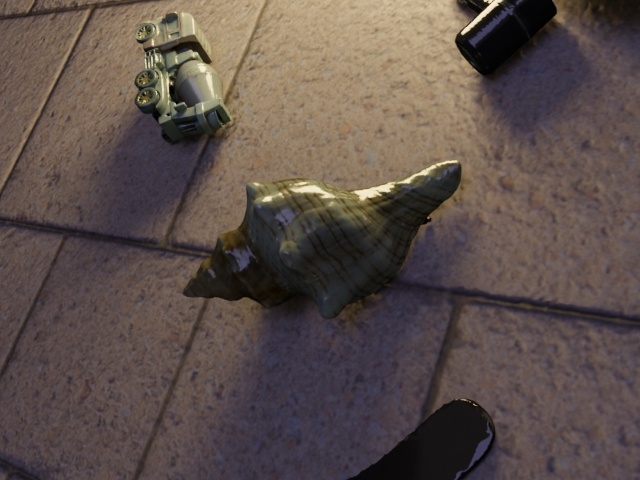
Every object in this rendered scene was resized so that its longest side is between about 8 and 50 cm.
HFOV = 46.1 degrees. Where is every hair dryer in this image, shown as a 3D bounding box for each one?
[{"bbox_3d":[0.217,-0.326,1.048,0.124,0.071,0.219,-40,43,10],"label":"hair dryer"}]

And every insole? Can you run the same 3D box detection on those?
[{"bbox_3d":[0.066,0.289,0.837,0.309,0.012,0.110,-44,48,5],"label":"insole"}]

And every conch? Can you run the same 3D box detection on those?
[{"bbox_3d":[-0.007,0.000,0.953,0.386,0.170,0.203,-24,79,24],"label":"conch"}]

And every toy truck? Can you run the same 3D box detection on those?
[{"bbox_3d":[-0.235,-0.281,1.303,0.140,0.108,0.256,-16,58,11],"label":"toy truck"}]
